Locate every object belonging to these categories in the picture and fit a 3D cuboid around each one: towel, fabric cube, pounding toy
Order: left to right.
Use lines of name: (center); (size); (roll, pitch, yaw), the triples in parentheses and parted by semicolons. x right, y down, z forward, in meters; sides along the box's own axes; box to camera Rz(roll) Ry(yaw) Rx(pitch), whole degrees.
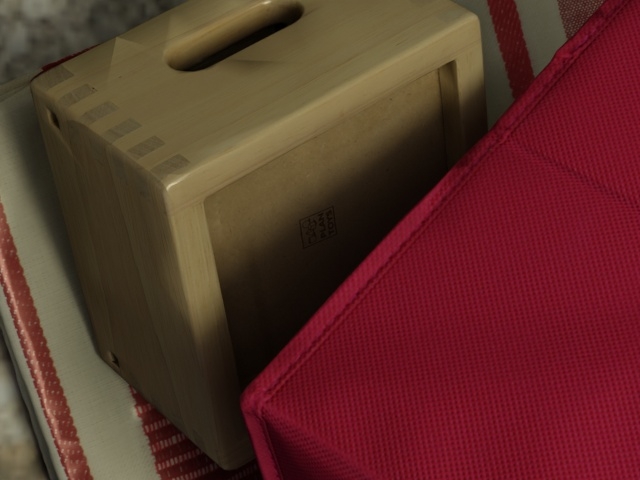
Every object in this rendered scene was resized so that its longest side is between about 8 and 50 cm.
pounding toy: (0.008, 0.000, 0.692); (0.181, 0.094, 0.206); (-31, 135, -25)
towel: (0.026, 0.006, 0.772); (0.329, 0.037, 0.237); (-23, 104, -27)
fabric cube: (0.169, 0.089, 0.630); (0.259, 0.258, 0.254); (-47, 148, -21)
